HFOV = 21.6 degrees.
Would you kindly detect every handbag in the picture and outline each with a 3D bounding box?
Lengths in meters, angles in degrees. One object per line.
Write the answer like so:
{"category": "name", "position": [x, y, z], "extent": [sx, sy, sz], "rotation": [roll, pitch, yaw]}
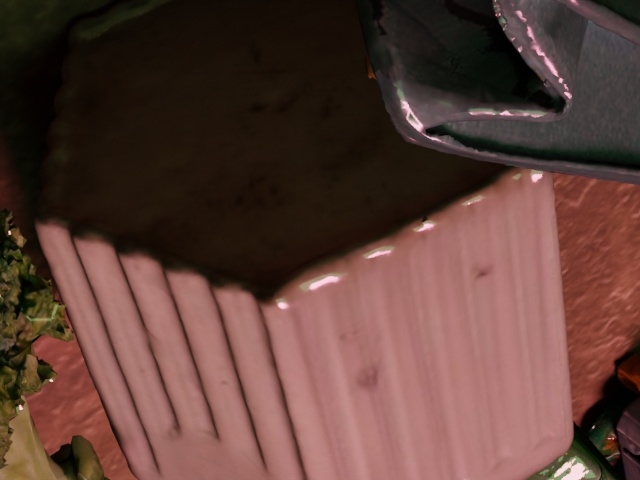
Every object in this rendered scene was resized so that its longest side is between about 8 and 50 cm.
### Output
{"category": "handbag", "position": [0.102, -0.142, 0.667], "extent": [0.274, 0.269, 0.100], "rotation": [10, 146, -42]}

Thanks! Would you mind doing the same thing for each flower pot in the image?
{"category": "flower pot", "position": [0.000, 0.000, 0.752], "extent": [0.209, 0.239, 0.190], "rotation": [-51, 145, -32]}

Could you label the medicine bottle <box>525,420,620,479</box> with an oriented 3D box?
{"category": "medicine bottle", "position": [0.050, 0.200, 1.017], "extent": [0.274, 0.133, 0.133], "rotation": [-42, 138, 5]}

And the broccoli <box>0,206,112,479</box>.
{"category": "broccoli", "position": [-0.179, 0.098, 0.669], "extent": [0.270, 0.270, 0.270], "rotation": [25, 110, -30]}

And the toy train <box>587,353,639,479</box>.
{"category": "toy train", "position": [0.263, 0.146, 1.151], "extent": [0.136, 0.091, 0.228], "rotation": [-39, 139, -15]}
